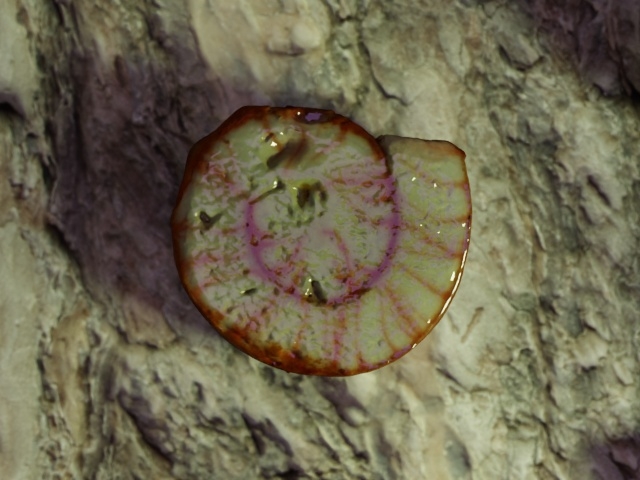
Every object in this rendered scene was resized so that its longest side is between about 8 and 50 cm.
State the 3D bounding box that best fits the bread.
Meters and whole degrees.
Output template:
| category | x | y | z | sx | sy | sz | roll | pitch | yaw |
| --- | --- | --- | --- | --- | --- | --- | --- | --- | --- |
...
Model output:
| category | x | y | z | sx | sy | sz | roll | pitch | yaw |
| --- | --- | --- | --- | --- | --- | --- | --- | --- | --- |
| bread | -0.003 | 0.003 | 1.144 | 0.328 | 0.114 | 0.295 | 14 | 89 | -3 |
